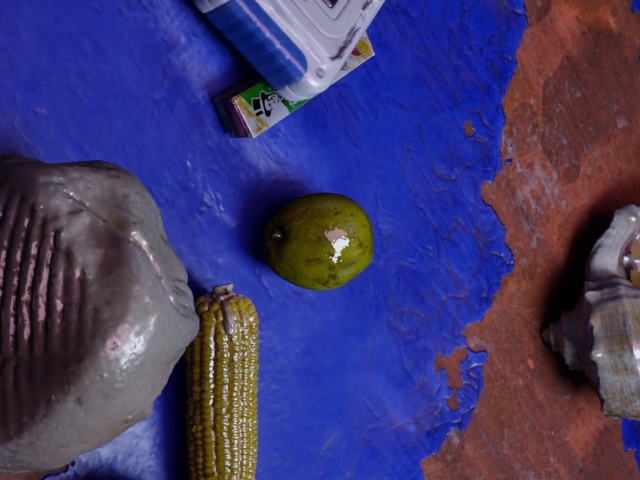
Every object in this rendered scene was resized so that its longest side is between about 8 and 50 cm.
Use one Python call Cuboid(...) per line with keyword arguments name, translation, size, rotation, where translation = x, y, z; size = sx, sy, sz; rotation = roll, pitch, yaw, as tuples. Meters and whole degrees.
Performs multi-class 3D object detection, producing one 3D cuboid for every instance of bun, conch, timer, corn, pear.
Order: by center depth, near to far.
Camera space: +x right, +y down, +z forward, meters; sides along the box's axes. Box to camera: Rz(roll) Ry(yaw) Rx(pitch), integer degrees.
Cuboid(name="bun", translation=(-0.228, 0.061, 1.109), size=(0.205, 0.281, 0.282), rotation=(10, 87, -66))
Cuboid(name="corn", translation=(-0.102, 0.161, 1.320), size=(0.080, 0.080, 0.238), rotation=(-2, 98, -41))
Cuboid(name="timer", translation=(-0.008, -0.286, 1.334), size=(0.178, 0.078, 0.253), rotation=(44, 57, -23))
Cuboid(name="pear", translation=(0.000, 0.000, 1.378), size=(0.131, 0.107, 0.107), rotation=(4, 91, -45))
Cuboid(name="conch", translation=(0.471, 0.104, 1.728), size=(0.352, 0.210, 0.297), rotation=(5, 68, -11))

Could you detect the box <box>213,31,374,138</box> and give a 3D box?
Cuboid(name="box", translation=(-0.026, -0.177, 1.381), size=(0.207, 0.041, 0.050), rotation=(-38, 116, -33))
